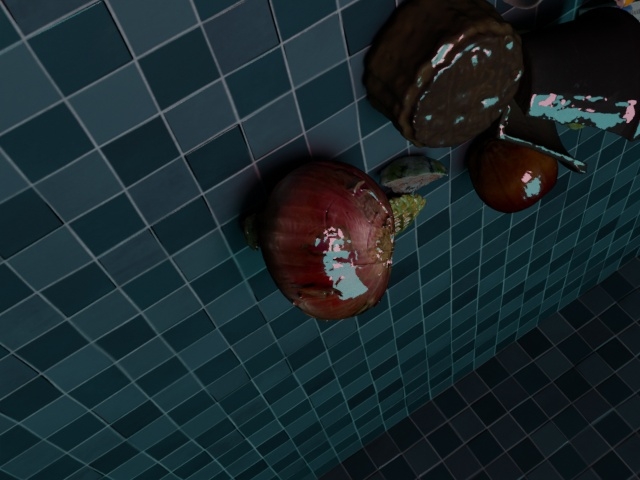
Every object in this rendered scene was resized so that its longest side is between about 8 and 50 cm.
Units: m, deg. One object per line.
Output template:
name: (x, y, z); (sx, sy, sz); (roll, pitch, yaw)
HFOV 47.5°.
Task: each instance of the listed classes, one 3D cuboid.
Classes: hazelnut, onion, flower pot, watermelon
hazelnut: (0.488, -0.185, 1.896); (0.217, 0.251, 0.217); (-4, 101, -20)
onion: (0.021, 0.002, 1.560); (0.353, 0.354, 0.354); (-26, 147, -19)
flower pot: (0.519, -0.345, 1.634); (0.251, 0.379, 0.379); (-1, 137, -15)
watermelon: (0.216, -0.162, 1.814); (0.187, 0.071, 0.139); (-9, 160, -18)

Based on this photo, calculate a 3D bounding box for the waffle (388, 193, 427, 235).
waffle: (0.172, -0.049, 1.897); (0.214, 0.054, 0.208); (-8, 152, -46)

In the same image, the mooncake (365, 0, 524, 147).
mooncake: (0.262, -0.344, 1.497); (0.324, 0.187, 0.324); (-24, 145, -18)

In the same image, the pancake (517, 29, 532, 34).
pancake: (0.460, -0.442, 1.729); (0.139, 0.022, 0.139); (-26, 148, -18)

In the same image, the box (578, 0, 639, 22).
box: (0.778, -0.496, 1.814); (0.274, 0.116, 0.203); (-19, 110, -28)

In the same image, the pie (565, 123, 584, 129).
pie: (0.786, -0.438, 2.022); (0.371, 0.078, 0.296); (-7, 137, -39)

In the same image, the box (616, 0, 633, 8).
box: (0.649, -0.631, 1.485); (0.274, 0.221, 0.091); (-36, 147, 0)

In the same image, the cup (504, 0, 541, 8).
cup: (0.435, -0.573, 1.322); (0.234, 0.258, 0.186); (-42, 110, -6)
